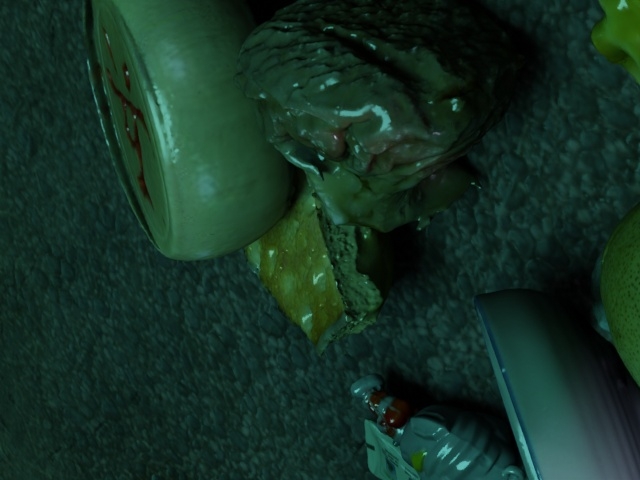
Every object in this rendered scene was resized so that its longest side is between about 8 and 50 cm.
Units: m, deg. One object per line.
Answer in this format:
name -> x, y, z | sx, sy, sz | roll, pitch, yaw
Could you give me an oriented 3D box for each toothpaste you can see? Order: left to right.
toothpaste -> 0.116, 0.216, 1.306 | 0.218, 0.041, 0.064 | 26, 136, 40

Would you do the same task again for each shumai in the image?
shumai -> 0.045, -0.078, 1.110 | 0.206, 0.166, 0.176 | 23, 133, 40

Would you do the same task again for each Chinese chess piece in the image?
Chinese chess piece -> -0.110, -0.108, 1.246 | 0.250, 0.103, 0.250 | 163, 90, -73

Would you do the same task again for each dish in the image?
dish -> 0.208, 0.148, 1.072 | 0.273, 0.133, 0.273 | -19, -90, -88

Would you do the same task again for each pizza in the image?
pizza -> 0.004, 0.005, 1.277 | 0.204, 0.080, 0.188 | 127, 132, -58

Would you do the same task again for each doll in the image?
doll -> 0.096, 0.161, 1.271 | 0.180, 0.079, 0.094 | 27, 161, 43

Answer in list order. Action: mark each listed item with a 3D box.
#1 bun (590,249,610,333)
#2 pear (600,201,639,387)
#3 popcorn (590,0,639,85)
bun -> 0.220, 0.040, 1.081 | 0.083, 0.045, 0.083 | 20, 122, 36
pear -> 0.253, 0.036, 0.959 | 0.167, 0.167, 0.136 | 53, 137, 10
popcorn -> 0.280, -0.127, 0.762 | 0.237, 0.293, 0.293 | 55, 142, 28
